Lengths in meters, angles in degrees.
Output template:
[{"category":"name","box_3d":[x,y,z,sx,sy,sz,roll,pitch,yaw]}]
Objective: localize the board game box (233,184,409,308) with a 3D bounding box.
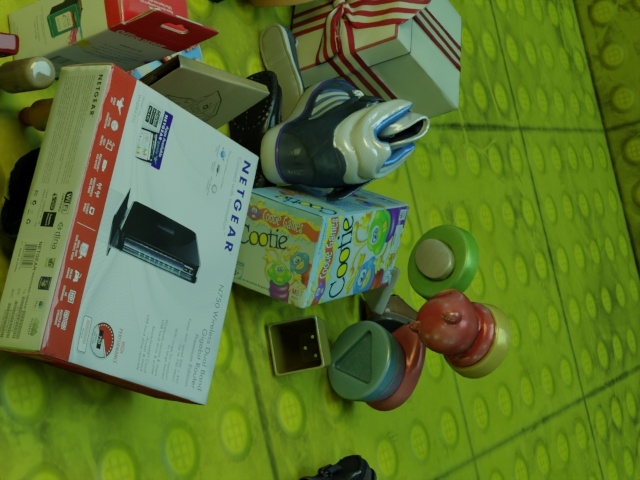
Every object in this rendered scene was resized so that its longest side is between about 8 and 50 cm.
[{"category":"board game box","box_3d":[0.000,0.000,1.890,0.275,0.144,0.142,-10,116,-59]}]

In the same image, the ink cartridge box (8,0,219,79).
[{"category":"ink cartridge box","box_3d":[-0.257,-0.269,1.536,0.134,0.231,0.078,8,70,-58]}]

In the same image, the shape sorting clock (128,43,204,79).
[{"category":"shape sorting clock","box_3d":[-0.234,-0.267,1.762,0.206,0.040,0.206,32,51,-50]}]

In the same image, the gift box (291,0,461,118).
[{"category":"gift box","box_3d":[0.107,-0.366,2.152,0.258,0.276,0.255,39,41,-43]}]

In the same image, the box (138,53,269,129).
[{"category":"box","box_3d":[-0.189,-0.186,1.680,0.201,0.164,0.021,11,56,-57]}]

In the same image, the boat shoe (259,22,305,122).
[{"category":"boat shoe","box_3d":[-0.048,-0.257,2.033,0.065,0.075,0.206,12,63,-54]}]

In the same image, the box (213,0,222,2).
[{"category":"box","box_3d":[-0.122,-0.447,1.836,0.183,0.231,0.056,19,58,-56]}]

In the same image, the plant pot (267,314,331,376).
[{"category":"plant pot","box_3d":[-0.024,0.161,1.893,0.083,0.081,0.081,12,66,-70]}]

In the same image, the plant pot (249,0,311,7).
[{"category":"plant pot","box_3d":[-0.065,-0.484,2.006,0.205,0.205,0.188,-43,131,-56]}]

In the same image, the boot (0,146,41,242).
[{"category":"boot","box_3d":[-0.281,-0.054,1.537,0.207,0.094,0.246,52,44,-41]}]

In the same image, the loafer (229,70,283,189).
[{"category":"loafer","box_3d":[-0.096,-0.160,1.922,0.078,0.080,0.220,43,48,-56]}]

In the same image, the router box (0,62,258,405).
[{"category":"router box","box_3d":[-0.219,0.002,1.469,0.301,0.082,0.335,29,68,-54]}]

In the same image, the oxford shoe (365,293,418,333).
[{"category":"oxford shoe","box_3d":[0.150,0.135,2.199,0.212,0.076,0.076,29,42,-52]}]

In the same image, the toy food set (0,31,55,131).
[{"category":"toy food set","box_3d":[-0.402,-0.181,1.427,0.232,0.104,0.111,-1,92,-41]}]

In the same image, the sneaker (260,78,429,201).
[{"category":"sneaker","box_3d":[0.072,-0.170,1.903,0.323,0.236,0.130,-46,129,-57]}]

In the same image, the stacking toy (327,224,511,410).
[{"category":"stacking toy","box_3d":[0.128,0.109,1.968,0.130,0.309,0.279,26,46,-41]}]

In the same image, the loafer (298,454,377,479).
[{"category":"loafer","box_3d":[-0.010,0.387,1.795,0.302,0.109,0.095,-43,110,-53]}]
